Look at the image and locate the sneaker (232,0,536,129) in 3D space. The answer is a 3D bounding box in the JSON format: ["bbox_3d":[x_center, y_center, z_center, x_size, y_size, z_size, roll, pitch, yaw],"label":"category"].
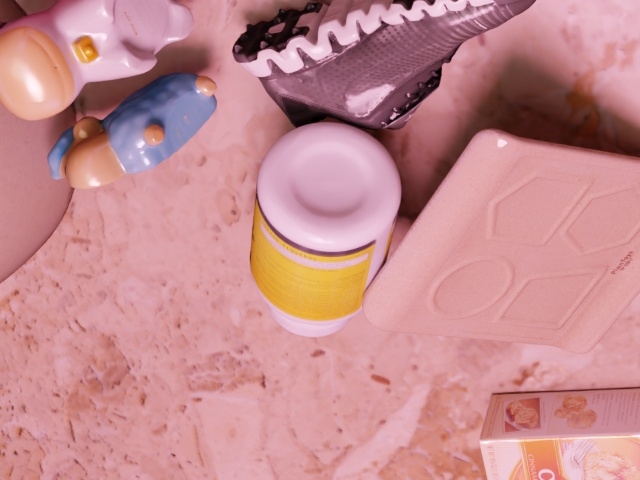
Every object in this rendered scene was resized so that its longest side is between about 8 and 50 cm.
[{"bbox_3d":[0.058,-0.134,1.266,0.234,0.078,0.106,-15,119,28],"label":"sneaker"}]

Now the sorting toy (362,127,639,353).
[{"bbox_3d":[0.157,0.001,1.305,0.208,0.038,0.193,10,130,-30],"label":"sorting toy"}]

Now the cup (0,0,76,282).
[{"bbox_3d":[-0.377,-0.042,1.347,0.331,0.237,0.331,7,123,11],"label":"cup"}]

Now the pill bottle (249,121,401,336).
[{"bbox_3d":[0.000,0.000,1.318,0.103,0.103,0.184,18,151,4],"label":"pill bottle"}]

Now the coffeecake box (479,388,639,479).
[{"bbox_3d":[0.233,0.194,1.424,0.185,0.068,0.142,-4,119,18],"label":"coffeecake box"}]

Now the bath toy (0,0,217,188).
[{"bbox_3d":[-0.207,-0.211,1.263,0.129,0.151,0.348,4,123,46],"label":"bath toy"}]
